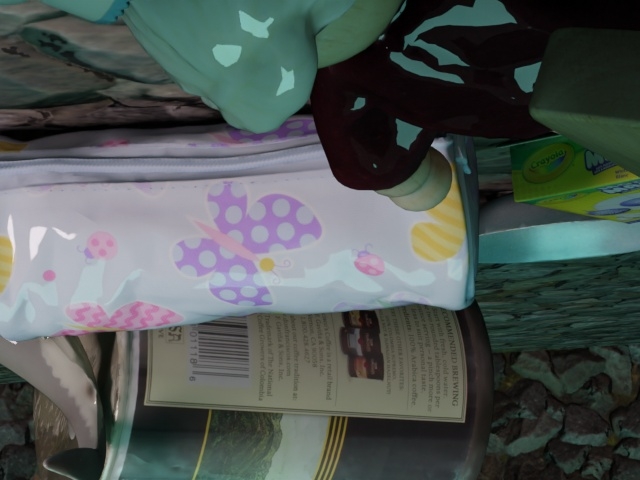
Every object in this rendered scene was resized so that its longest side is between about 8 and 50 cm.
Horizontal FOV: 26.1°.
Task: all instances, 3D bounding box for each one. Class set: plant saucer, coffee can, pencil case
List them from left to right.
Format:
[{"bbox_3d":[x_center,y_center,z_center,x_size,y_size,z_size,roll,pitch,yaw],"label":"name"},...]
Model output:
[{"bbox_3d":[-0.049,-0.012,0.721,0.273,0.113,0.124,-5,162,10],"label":"pencil case"},{"bbox_3d":[-0.045,0.104,0.991,0.275,0.201,0.201,7,167,-26],"label":"coffee can"},{"bbox_3d":[0.182,-0.015,1.035,0.195,0.037,0.195,-3,172,0],"label":"plant saucer"}]

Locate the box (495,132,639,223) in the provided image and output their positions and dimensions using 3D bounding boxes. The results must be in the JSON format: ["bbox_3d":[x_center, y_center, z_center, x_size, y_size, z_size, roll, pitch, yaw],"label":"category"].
[{"bbox_3d":[0.193,-0.044,0.842,0.105,0.043,0.179,-11,167,38],"label":"box"}]

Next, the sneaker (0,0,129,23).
[{"bbox_3d":[-0.068,-0.099,0.254,0.092,0.087,0.229,4,166,-16],"label":"sneaker"}]

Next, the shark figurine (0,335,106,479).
[{"bbox_3d":[-0.206,0.080,0.876,0.116,0.278,0.166,-51,163,26],"label":"shark figurine"}]

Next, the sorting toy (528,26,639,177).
[{"bbox_3d":[0.234,-0.027,0.358,0.256,0.089,0.257,12,175,42],"label":"sorting toy"}]

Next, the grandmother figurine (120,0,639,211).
[{"bbox_3d":[0.077,-0.072,0.474,0.342,0.104,0.208,7,139,-37],"label":"grandmother figurine"}]
